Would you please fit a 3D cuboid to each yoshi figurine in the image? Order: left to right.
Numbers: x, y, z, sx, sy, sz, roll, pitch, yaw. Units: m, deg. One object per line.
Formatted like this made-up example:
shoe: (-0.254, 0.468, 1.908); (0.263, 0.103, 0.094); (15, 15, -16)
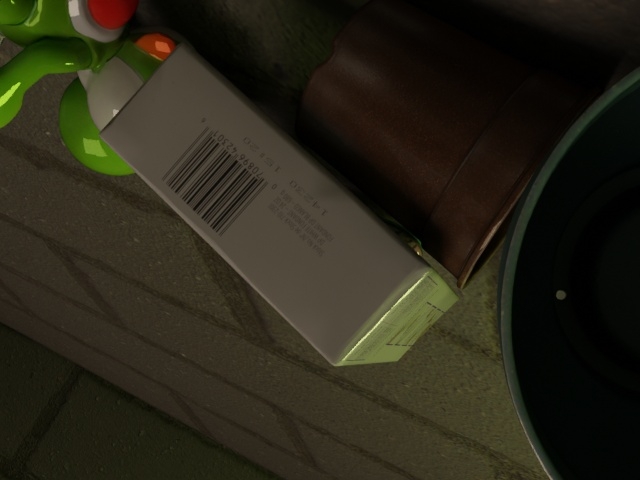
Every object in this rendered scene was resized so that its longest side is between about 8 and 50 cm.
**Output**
yoshi figurine: (-0.236, -0.178, 0.800); (0.362, 0.203, 0.203); (49, 177, -30)

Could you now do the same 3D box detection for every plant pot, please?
plant pot: (0.082, -0.079, 0.630); (0.165, 0.167, 0.167); (36, 159, 13)
plant pot: (0.239, 0.033, 0.529); (0.293, 0.293, 0.196); (33, -177, 1)

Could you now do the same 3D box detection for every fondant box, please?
fondant box: (-0.009, -0.009, 0.742); (0.238, 0.096, 0.330); (43, -176, 14)

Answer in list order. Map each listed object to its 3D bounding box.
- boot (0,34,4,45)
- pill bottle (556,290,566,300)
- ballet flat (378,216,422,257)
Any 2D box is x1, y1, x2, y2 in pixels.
boot: (-0.350, -0.241, 0.963); (0.086, 0.069, 0.190); (36, 156, 0)
pill bottle: (0.287, 0.113, 0.783); (0.208, 0.119, 0.119); (43, 155, -24)
ballet flat: (0.000, 0.000, 0.951); (0.221, 0.079, 0.077); (22, 136, 29)
